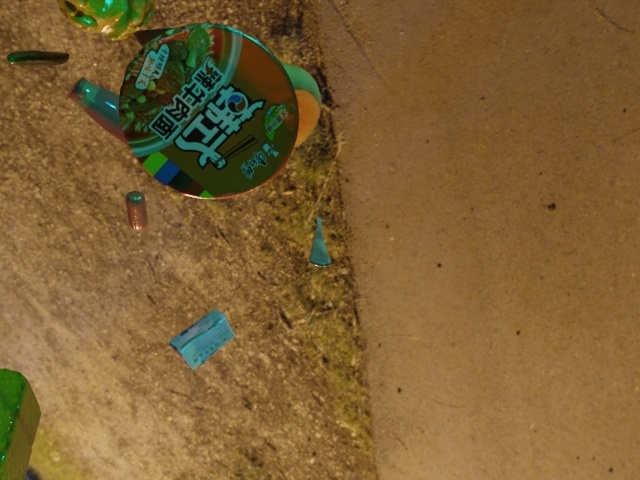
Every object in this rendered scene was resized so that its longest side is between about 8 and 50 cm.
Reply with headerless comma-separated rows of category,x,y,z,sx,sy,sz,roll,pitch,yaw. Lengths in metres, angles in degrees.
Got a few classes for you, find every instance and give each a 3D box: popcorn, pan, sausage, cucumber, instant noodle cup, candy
popcorn,-0.413,-0.496,1.000,0.197,0.198,0.155,114,148,-44
pan,-0.366,-0.455,1.164,0.202,0.128,0.048,22,120,47
sausage,-0.612,-0.097,1.708,0.062,0.062,0.154,30,137,16
cucumber,-0.615,-0.402,1.131,0.036,0.184,0.033,7,110,11
instant noodle cup,-0.164,-0.213,0.798,0.251,0.192,0.250,-3,117,-6
candy,-0.321,0.270,1.405,0.073,0.160,0.092,30,148,45

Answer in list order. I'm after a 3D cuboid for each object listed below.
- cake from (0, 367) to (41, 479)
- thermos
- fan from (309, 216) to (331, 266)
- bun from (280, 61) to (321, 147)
cake,-0.671,0.393,0.997,0.179,0.260,0.156,-1,133,-9
thermos,-0.756,-0.468,1.830,0.265,0.146,0.176,34,-178,-28
fan,0.000,0.000,1.401,0.057,0.282,0.023,9,116,-4
bun,-0.149,-0.367,1.403,0.299,0.299,0.164,-53,52,46
